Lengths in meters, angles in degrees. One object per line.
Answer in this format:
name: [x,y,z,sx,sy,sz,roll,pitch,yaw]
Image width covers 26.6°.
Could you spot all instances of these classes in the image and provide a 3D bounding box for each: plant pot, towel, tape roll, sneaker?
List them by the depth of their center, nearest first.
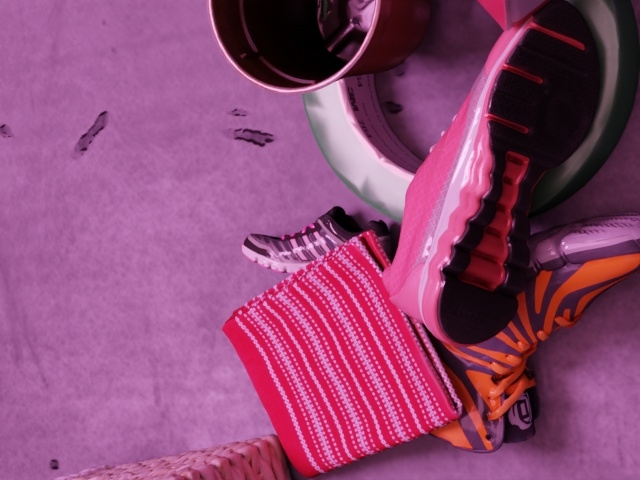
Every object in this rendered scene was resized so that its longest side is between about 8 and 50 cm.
sneaker: [0.132,-0.070,1.186,0.136,0.116,0.314,19,86,55]
plant pot: [0.011,-0.213,1.211,0.167,0.165,0.167,3,96,26]
sneaker: [0.196,0.092,1.270,0.321,0.124,0.180,-22,89,38]
tape roll: [0.137,-0.169,1.287,0.321,0.077,0.321,2,95,27]
towel: [0.013,0.122,1.341,0.275,0.031,0.199,-33,82,52]
sneaker: [0.000,0.000,1.383,0.170,0.063,0.074,8,93,26]

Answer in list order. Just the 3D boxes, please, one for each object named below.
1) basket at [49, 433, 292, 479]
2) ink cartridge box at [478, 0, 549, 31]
basket: [-0.168,0.386,1.362,0.266,0.328,0.331,-19,86,23]
ink cartridge box: [0.136,-0.416,1.124,0.279,0.160,0.384,-39,72,-2]
